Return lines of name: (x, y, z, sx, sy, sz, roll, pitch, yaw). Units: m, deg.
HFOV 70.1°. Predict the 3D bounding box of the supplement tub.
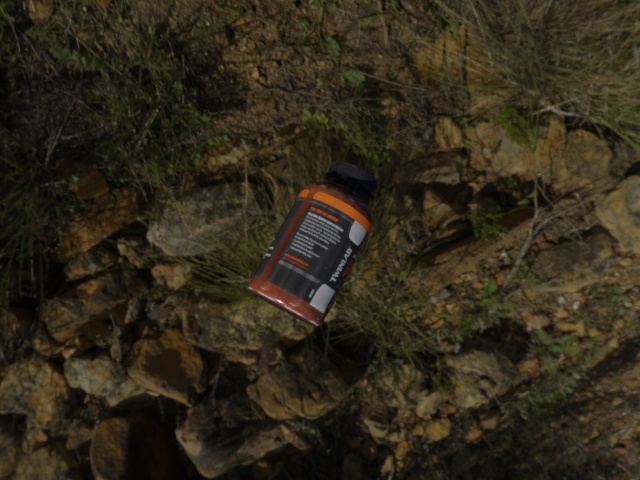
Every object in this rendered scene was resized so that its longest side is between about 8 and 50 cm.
supplement tub: (0.000, 0.000, 0.574, 0.197, 0.106, 0.106, -61, 147, -10)
